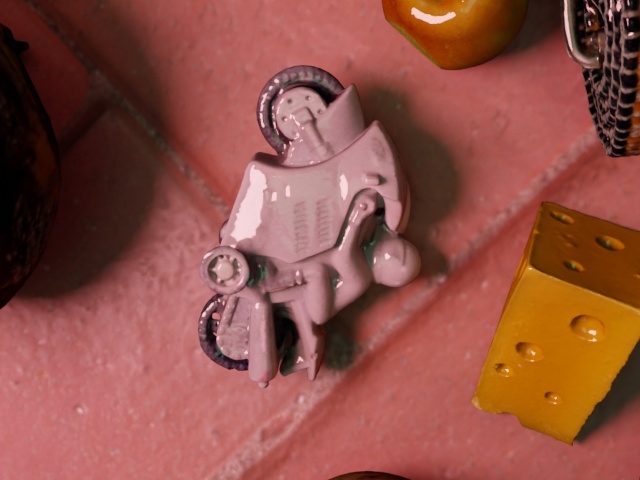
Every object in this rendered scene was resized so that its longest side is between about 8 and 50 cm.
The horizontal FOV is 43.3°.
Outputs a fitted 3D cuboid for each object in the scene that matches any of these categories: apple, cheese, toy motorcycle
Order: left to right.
[{"bbox_3d":[0.000,0.000,0.650,0.170,0.110,0.260,17,104,-2],"label":"toy motorcycle"},{"bbox_3d":[0.101,-0.187,0.607,0.114,0.102,0.099,46,104,6],"label":"apple"},{"bbox_3d":[0.184,0.079,0.634,0.093,0.126,0.171,18,119,11],"label":"cheese"}]

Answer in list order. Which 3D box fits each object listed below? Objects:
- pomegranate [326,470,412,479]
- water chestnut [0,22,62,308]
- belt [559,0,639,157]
[{"bbox_3d":[0.042,0.293,0.627,0.179,0.179,0.211,-8,94,13],"label":"pomegranate"},{"bbox_3d":[-0.347,-0.098,0.630,0.350,0.302,0.351,23,138,23],"label":"water chestnut"},{"bbox_3d":[0.234,-0.188,0.527,0.149,0.207,0.258,-7,101,10],"label":"belt"}]
